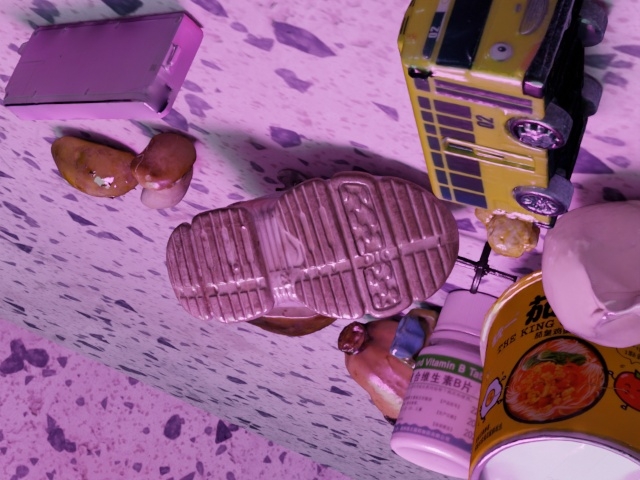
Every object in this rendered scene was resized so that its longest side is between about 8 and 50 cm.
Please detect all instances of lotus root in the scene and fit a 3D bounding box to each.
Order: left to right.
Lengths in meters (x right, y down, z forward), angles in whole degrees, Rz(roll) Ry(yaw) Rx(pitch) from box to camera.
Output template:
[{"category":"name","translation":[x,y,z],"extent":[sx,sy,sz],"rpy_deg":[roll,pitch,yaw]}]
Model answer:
[{"category":"lotus root","translation":[-0.059,0.063,1.738],"extent":[0.235,0.138,0.119],"rpy_deg":[15,171,1]},{"category":"lotus root","translation":[0.139,0.218,1.883],"extent":[0.257,0.154,0.140],"rpy_deg":[34,163,-22]}]

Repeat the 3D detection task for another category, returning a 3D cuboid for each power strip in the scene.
[{"category":"power strip","translation":[-0.240,-0.184,1.273],"extent":[0.279,0.109,0.037],"rpy_deg":[4,156,41]}]

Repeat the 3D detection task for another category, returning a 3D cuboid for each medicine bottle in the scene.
[{"category":"medicine bottle","translation":[0.195,0.199,1.644],"extent":[0.139,0.237,0.139],"rpy_deg":[20,162,7]}]

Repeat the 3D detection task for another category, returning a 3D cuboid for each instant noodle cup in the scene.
[{"category":"instant noodle cup","translation":[0.319,0.223,1.382],"extent":[0.325,0.254,0.326],"rpy_deg":[12,131,14]}]

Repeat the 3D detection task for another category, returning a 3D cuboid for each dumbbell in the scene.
[{"category":"dumbbell","translation":[0.171,0.025,1.459],"extent":[0.147,0.069,0.069],"rpy_deg":[19,161,8]}]

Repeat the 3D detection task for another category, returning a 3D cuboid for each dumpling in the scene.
[{"category":"dumpling","translation":[0.325,0.029,1.216],"extent":[0.193,0.147,0.258],"rpy_deg":[-11,-171,-8]}]

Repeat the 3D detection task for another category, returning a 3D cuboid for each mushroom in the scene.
[{"category":"mushroom","translation":[-0.210,-0.080,1.576],"extent":[0.071,0.084,0.209],"rpy_deg":[43,164,3]}]

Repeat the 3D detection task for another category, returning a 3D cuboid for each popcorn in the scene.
[{"category":"popcorn","translation":[0.209,-0.017,1.329],"extent":[0.083,0.068,0.059],"rpy_deg":[44,131,14]}]

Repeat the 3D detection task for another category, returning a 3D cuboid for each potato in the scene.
[{"category":"potato","translation":[-0.314,-0.100,1.634],"extent":[0.138,0.070,0.091],"rpy_deg":[12,158,25]}]

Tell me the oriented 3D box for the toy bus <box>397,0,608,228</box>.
[{"category":"toy bus","translation":[0.151,-0.125,0.991],"extent":[0.150,0.128,0.262],"rpy_deg":[15,160,18]}]

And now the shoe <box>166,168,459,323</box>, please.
[{"category":"shoe","translation":[0.000,-0.003,1.452],"extent":[0.351,0.172,0.198],"rpy_deg":[-4,-172,15]}]

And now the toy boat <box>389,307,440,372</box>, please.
[{"category":"toy boat","translation":[0.235,0.189,1.768],"extent":[0.276,0.111,0.084],"rpy_deg":[21,166,-3]}]
